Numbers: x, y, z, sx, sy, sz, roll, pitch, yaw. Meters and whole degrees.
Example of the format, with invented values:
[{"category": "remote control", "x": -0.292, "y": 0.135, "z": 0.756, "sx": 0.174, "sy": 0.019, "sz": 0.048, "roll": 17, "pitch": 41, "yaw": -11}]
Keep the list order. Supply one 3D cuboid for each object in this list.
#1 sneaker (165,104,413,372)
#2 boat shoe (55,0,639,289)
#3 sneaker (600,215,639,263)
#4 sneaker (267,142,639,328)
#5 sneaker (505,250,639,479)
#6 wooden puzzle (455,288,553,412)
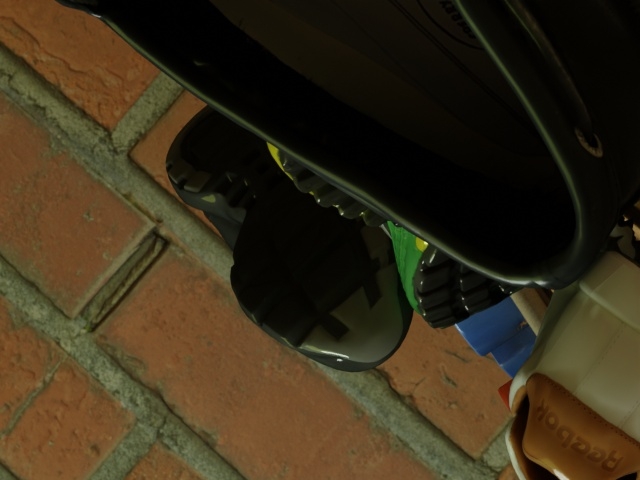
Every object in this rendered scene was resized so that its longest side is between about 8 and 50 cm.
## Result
[{"category": "sneaker", "x": 0.000, "y": 0.000, "z": 0.903, "sx": 0.106, "sy": 0.101, "sz": 0.267, "roll": 48, "pitch": -176, "yaw": -33}, {"category": "boat shoe", "x": -0.037, "y": -0.103, "z": 0.454, "sx": 0.340, "sy": 0.127, "sz": 0.113, "roll": 41, "pitch": -137, "yaw": -17}, {"category": "sneaker", "x": 0.090, "y": -0.029, "z": 0.952, "sx": 0.234, "sy": 0.106, "sz": 0.078, "roll": 41, "pitch": -179, "yaw": -13}, {"category": "sneaker", "x": 0.051, "y": -0.070, "z": 0.718, "sx": 0.146, "sy": 0.134, "sz": 0.343, "roll": 59, "pitch": -173, "yaw": 29}, {"category": "sneaker", "x": 0.141, "y": 0.075, "z": 0.832, "sx": 0.106, "sy": 0.123, "sz": 0.290, "roll": 35, "pitch": -177, "yaw": 14}, {"category": "wooden puzzle", "x": 0.172, "y": 0.100, "z": 1.180, "sx": 0.348, "sy": 0.080, "sz": 0.322, "roll": 64, "pitch": -170, "yaw": 25}]
